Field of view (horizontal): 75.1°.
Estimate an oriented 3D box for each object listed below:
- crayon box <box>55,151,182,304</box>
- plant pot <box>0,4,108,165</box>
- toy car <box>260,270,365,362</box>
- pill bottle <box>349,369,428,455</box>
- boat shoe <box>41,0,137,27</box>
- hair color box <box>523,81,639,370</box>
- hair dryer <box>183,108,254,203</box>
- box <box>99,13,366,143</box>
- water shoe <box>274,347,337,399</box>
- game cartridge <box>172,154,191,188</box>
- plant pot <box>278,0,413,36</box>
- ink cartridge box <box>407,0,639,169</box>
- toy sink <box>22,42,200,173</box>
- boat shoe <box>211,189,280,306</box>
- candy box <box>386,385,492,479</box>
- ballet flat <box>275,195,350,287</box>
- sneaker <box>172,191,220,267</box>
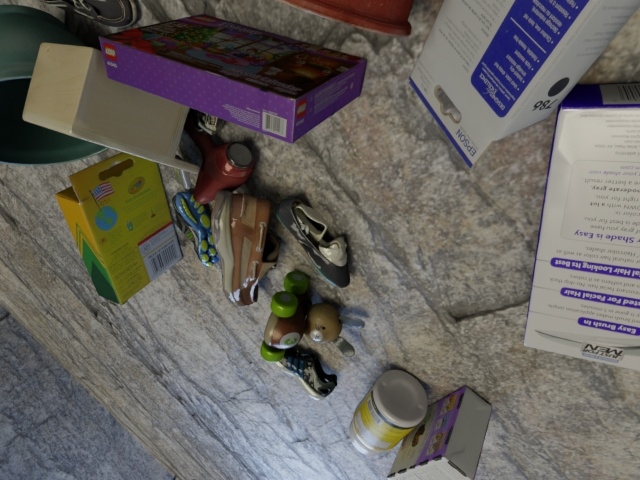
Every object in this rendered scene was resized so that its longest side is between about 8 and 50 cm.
[{"bbox_3d":[-0.432,-0.044,0.917,0.081,0.202,0.319,16,128,23],"label":"crayon box"},{"bbox_3d":[-0.534,-0.294,0.774,0.293,0.293,0.196,-29,77,43],"label":"plant pot"},{"bbox_3d":[-0.010,0.179,0.858,0.188,0.149,0.155,19,121,6],"label":"toy car"},{"bbox_3d":[0.140,0.385,0.913,0.119,0.119,0.208,31,134,11],"label":"pill bottle"},{"bbox_3d":[-0.414,-0.417,0.727,0.206,0.065,0.075,23,131,17],"label":"boat shoe"},{"bbox_3d":[0.363,-0.005,0.495,0.185,0.110,0.339,8,124,27],"label":"hair color box"},{"bbox_3d":[-0.206,-0.189,0.773,0.223,0.080,0.293,36,132,31],"label":"hair dryer"},{"bbox_3d":[-0.110,-0.235,0.568,0.293,0.201,0.057,23,131,17],"label":"box"},{"bbox_3d":[-0.044,0.295,1.017,0.203,0.073,0.080,43,108,-1],"label":"water shoe"},{"bbox_3d":[-0.278,-0.140,0.825,0.083,0.017,0.056,35,136,50],"label":"game cartridge"},{"bbox_3d":[0.013,-0.370,0.368,0.272,0.272,0.265,31,125,11],"label":"plant pot"},{"bbox_3d":[0.201,-0.238,0.382,0.333,0.065,0.165,114,138,-54],"label":"ink cartridge box"},{"bbox_3d":[-0.313,-0.210,0.681,0.152,0.234,0.131,20,94,32],"label":"toy sink"},{"bbox_3d":[-0.138,0.034,0.839,0.116,0.123,0.324,-1,144,-4],"label":"boat shoe"},{"bbox_3d":[0.237,0.406,0.833,0.070,0.165,0.196,39,135,6],"label":"candy box"},{"bbox_3d":[0.000,0.000,0.761,0.203,0.074,0.074,51,134,-5],"label":"ballet flat"},{"bbox_3d":[-0.274,-0.026,0.932,0.078,0.067,0.188,17,135,50],"label":"sneaker"}]
